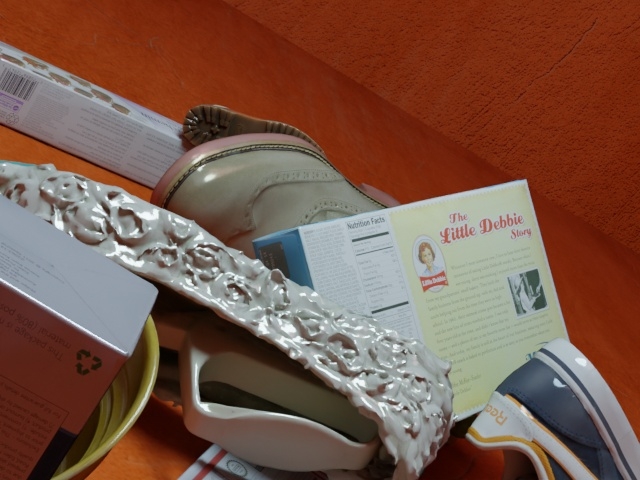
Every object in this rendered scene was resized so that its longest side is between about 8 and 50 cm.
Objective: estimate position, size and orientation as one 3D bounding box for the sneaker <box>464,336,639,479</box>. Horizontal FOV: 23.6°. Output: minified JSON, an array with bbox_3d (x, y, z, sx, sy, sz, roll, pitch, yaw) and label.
[{"bbox_3d":[0.236,0.243,1.296,0.321,0.127,0.126,56,-9,-12],"label":"sneaker"}]

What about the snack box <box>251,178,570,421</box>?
[{"bbox_3d":[0.091,0.060,1.301,0.322,0.060,0.187,-12,87,-48],"label":"snack box"}]

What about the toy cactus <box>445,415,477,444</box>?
[{"bbox_3d":[0.114,0.121,1.475,0.180,0.112,0.219,33,13,-42],"label":"toy cactus"}]

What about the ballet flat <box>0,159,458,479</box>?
[{"bbox_3d":[-0.094,0.068,1.067,0.409,0.147,0.147,22,15,-3],"label":"ballet flat"}]

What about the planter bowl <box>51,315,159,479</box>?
[{"bbox_3d":[-0.192,0.095,0.806,0.217,0.090,0.217,2,37,-1],"label":"planter bowl"}]

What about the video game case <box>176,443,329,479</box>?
[{"bbox_3d":[0.030,0.234,1.038,0.285,0.025,0.204,34,14,6],"label":"video game case"}]

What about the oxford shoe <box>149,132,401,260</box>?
[{"bbox_3d":[0.000,0.000,1.545,0.397,0.140,0.146,14,30,-48],"label":"oxford shoe"}]

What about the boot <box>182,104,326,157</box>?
[{"bbox_3d":[-0.065,-0.106,1.626,0.158,0.059,0.084,23,8,-1],"label":"boot"}]

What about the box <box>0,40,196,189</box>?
[{"bbox_3d":[-0.214,-0.112,1.594,0.324,0.067,0.063,23,17,-33],"label":"box"}]

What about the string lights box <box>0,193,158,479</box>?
[{"bbox_3d":[-0.183,0.098,0.540,0.133,0.259,0.077,32,15,-7],"label":"string lights box"}]
